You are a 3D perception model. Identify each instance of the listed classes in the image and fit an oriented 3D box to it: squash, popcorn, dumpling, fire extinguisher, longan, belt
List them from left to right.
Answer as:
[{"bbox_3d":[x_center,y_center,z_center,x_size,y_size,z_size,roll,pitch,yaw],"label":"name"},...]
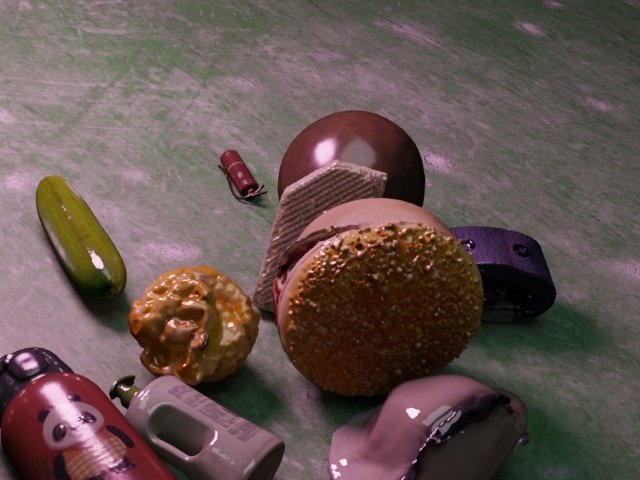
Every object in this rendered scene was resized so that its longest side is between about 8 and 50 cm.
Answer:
[{"bbox_3d":[-0.367,-0.001,1.605,0.082,0.082,0.292,-11,40,-30],"label":"squash"},{"bbox_3d":[-0.175,0.119,1.451,0.180,0.170,0.180,1,81,-5],"label":"popcorn"},{"bbox_3d":[-0.141,-0.112,1.870,0.056,0.039,0.132,-31,46,-3],"label":"fire extinguisher"},{"bbox_3d":[0.048,-0.088,1.726,0.258,0.258,0.258,9,35,-6],"label":"longan"},{"bbox_3d":[0.136,0.242,1.373,0.293,0.163,0.204,-22,51,-24],"label":"dumpling"},{"bbox_3d":[0.260,0.064,1.682,0.231,0.139,0.126,6,41,-14],"label":"belt"}]

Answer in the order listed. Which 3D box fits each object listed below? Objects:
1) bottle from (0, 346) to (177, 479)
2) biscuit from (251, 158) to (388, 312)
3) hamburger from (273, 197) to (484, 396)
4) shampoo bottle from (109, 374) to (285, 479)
[{"bbox_3d":[-0.284,0.255,1.234,0.144,0.144,0.336,-19,44,-37],"label":"bottle"},{"bbox_3d":[0.000,0.000,1.585,0.150,0.252,0.052,18,8,1],"label":"biscuit"},{"bbox_3d":[0.079,0.086,1.463,0.302,0.302,0.170,8,34,-7],"label":"hamburger"},{"bbox_3d":[-0.170,0.241,1.331,0.234,0.087,0.118,27,35,19],"label":"shampoo bottle"}]
